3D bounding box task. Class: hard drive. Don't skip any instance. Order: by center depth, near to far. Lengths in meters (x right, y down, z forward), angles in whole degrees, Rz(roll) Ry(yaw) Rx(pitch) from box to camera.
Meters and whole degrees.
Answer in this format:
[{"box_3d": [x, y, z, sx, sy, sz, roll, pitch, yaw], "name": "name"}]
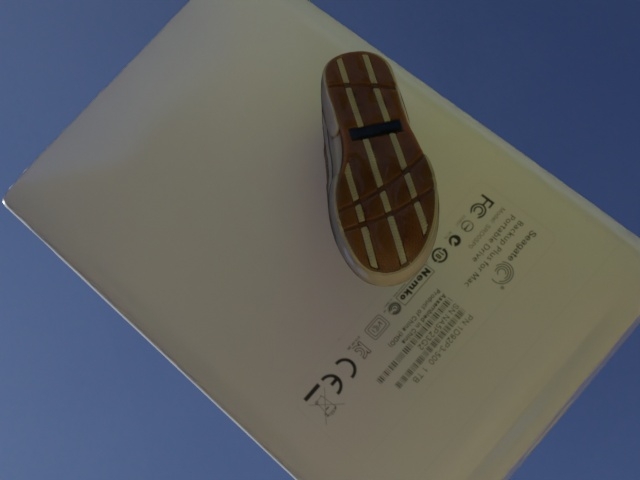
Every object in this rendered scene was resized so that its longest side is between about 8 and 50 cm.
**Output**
[{"box_3d": [0.000, 0.000, 0.556, 0.203, 0.307, 0.040, -48, -21, -7], "name": "hard drive"}]

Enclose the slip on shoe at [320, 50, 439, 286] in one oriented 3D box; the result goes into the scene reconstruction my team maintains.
[{"box_3d": [0.025, -0.031, 0.495, 0.051, 0.135, 0.041, -9, -36, -5], "name": "slip on shoe"}]
